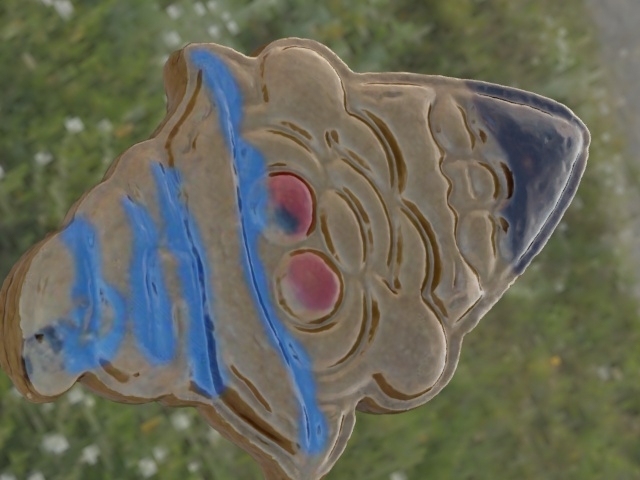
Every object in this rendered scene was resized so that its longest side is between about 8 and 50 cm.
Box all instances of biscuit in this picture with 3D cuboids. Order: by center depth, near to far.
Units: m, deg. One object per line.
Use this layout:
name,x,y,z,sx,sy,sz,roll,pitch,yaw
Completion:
biscuit,0.000,0.000,0.801,0.280,0.043,0.183,-19,91,-23
